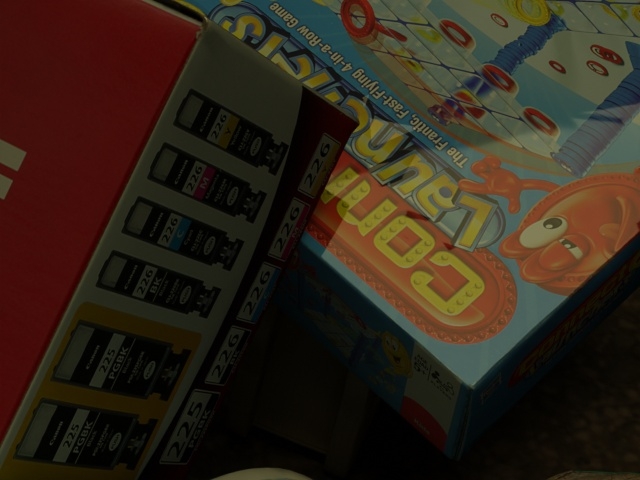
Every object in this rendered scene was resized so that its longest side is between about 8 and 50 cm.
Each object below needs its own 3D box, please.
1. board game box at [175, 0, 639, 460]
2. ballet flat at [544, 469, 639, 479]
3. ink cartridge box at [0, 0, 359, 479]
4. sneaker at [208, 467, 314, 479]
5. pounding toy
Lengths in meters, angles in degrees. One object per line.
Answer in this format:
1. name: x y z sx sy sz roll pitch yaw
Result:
1. board game box: 0.069 -0.085 1.052 0.308 0.086 0.302 40 64 19
2. ballet flat: 0.138 0.243 0.746 0.107 0.106 0.316 3 69 -41
3. ink cartridge box: -0.141 0.033 0.838 0.130 0.309 0.272 26 1 22
4. sneaker: -0.007 0.194 0.824 0.208 0.127 0.319 22 9 30
5. pounding toy: 0.000 0.000 1.137 0.155 0.154 0.269 21 59 9
